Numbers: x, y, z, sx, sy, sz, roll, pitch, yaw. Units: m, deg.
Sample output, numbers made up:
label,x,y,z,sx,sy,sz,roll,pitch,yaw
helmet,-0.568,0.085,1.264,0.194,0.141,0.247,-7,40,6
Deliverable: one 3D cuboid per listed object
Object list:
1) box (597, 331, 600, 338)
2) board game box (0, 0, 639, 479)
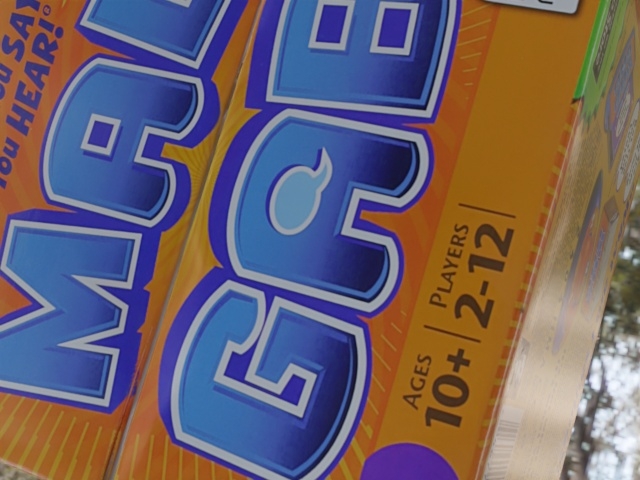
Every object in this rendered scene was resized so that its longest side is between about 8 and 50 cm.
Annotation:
label,x,y,z,sx,sy,sz,roll,pitch,yaw
box,0.122,0.012,1.243,0.097,0.318,0.394,30,-146,-63
board game box,0.000,0.000,0.667,0.356,0.356,0.356,31,-105,-67
